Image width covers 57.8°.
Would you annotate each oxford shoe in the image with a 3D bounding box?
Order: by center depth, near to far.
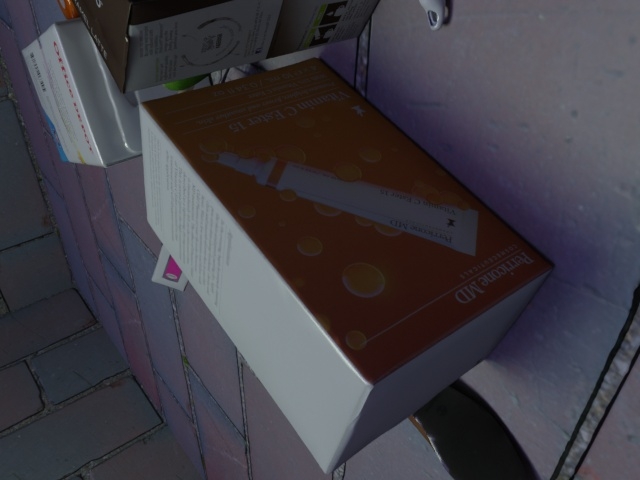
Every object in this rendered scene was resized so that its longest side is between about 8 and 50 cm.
[{"bbox_3d":[0.147,0.207,0.657,0.212,0.076,0.076,46,175,26],"label":"oxford shoe"}]

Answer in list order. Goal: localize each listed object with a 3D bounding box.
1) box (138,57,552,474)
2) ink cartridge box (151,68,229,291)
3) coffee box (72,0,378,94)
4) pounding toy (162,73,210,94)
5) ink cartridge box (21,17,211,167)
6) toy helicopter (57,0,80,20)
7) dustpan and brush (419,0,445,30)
[{"bbox_3d":[0.000,0.000,0.570,0.345,0.215,0.168,48,145,27],"label":"box"},{"bbox_3d":[-0.175,-0.068,0.852,0.069,0.176,0.371,20,151,-10],"label":"ink cartridge box"},{"bbox_3d":[-0.078,-0.234,0.492,0.141,0.246,0.098,58,150,11],"label":"coffee box"},{"bbox_3d":[-0.110,-0.241,0.666,0.237,0.110,0.183,130,150,-72],"label":"pounding toy"},{"bbox_3d":[-0.320,-0.240,0.920,0.270,0.197,0.198,14,122,54],"label":"ink cartridge box"},{"bbox_3d":[-0.278,-0.426,0.750,0.355,0.140,0.235,23,132,55],"label":"toy helicopter"},{"bbox_3d":[0.068,-0.269,0.439,0.147,0.060,0.211,21,122,52],"label":"dustpan and brush"}]
